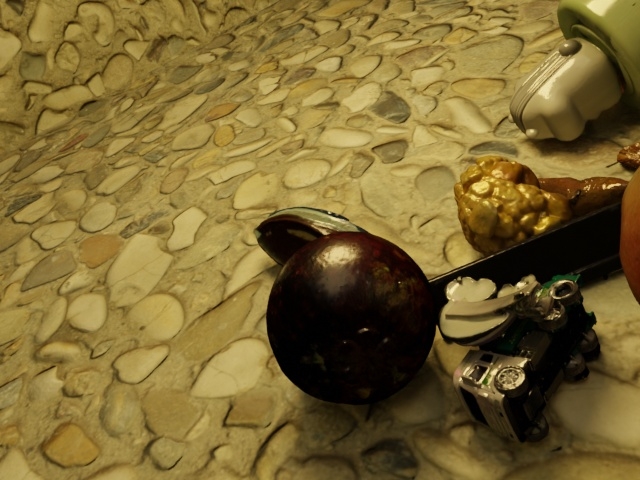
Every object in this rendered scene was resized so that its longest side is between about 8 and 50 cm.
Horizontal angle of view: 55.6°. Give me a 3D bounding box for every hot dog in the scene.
[{"bbox_3d":[0.535,-0.138,1.009,0.058,0.035,0.083,-31,37,-17],"label":"hot dog"}]

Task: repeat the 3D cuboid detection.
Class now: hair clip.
[{"bbox_3d":[0.205,0.082,0.757,0.116,0.049,0.172,-42,14,-34],"label":"hair clip"}]

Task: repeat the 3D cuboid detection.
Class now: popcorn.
[{"bbox_3d":[0.281,-0.040,0.943,0.163,0.140,0.194,-27,46,-19],"label":"popcorn"}]

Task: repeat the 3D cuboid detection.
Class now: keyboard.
[{"bbox_3d":[0.302,0.045,0.860,0.309,0.101,0.018,-23,11,1],"label":"keyboard"}]

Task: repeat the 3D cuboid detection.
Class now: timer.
[{"bbox_3d":[0.487,-0.306,1.098,0.315,0.291,0.291,-41,34,14],"label":"timer"}]

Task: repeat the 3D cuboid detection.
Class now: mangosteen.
[{"bbox_3d":[0.029,0.095,0.845,0.231,0.231,0.289,-29,17,-9],"label":"mangosteen"}]

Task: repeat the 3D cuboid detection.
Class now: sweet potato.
[{"bbox_3d":[0.411,-0.071,0.978,0.068,0.068,0.226,-39,22,-20],"label":"sweet potato"}]

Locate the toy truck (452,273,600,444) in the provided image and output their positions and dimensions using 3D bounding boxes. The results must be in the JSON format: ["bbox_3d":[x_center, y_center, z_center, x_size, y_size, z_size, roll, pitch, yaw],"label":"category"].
[{"bbox_3d":[0.254,0.139,0.761,0.216,0.110,0.116,-46,30,-26],"label":"toy truck"}]

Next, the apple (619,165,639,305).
[{"bbox_3d":[0.511,-0.012,0.646,0.338,0.339,0.305,17,32,41],"label":"apple"}]

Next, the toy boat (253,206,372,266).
[{"bbox_3d":[0.000,0.000,1.066,0.262,0.114,0.115,16,20,41],"label":"toy boat"}]
